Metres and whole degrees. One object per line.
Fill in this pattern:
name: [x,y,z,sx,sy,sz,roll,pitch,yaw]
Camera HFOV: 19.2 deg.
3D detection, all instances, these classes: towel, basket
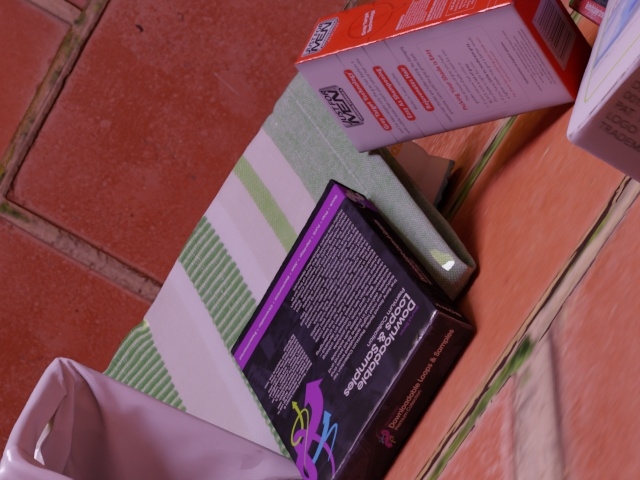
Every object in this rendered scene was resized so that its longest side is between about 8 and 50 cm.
towel: [-0.044,0.080,1.113,0.325,0.038,0.248,-57,34,18]
basket: [-0.090,0.154,0.961,0.113,0.167,0.103,-75,12,-66]

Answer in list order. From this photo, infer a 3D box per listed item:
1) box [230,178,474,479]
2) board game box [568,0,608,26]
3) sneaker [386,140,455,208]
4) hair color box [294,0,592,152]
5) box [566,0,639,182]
box: [0.012,0.052,0.975,0.116,0.029,0.162,-59,27,14]
board game box: [0.176,-0.149,0.845,0.145,0.027,0.281,-58,7,10]
sneaker: [0.000,0.000,1.249,0.228,0.092,0.087,-53,9,44]
hair color box: [0.065,-0.097,1.003,0.141,0.072,0.043,-12,39,36]
box: [0.144,-0.086,0.421,0.103,0.114,0.203,-54,8,44]
